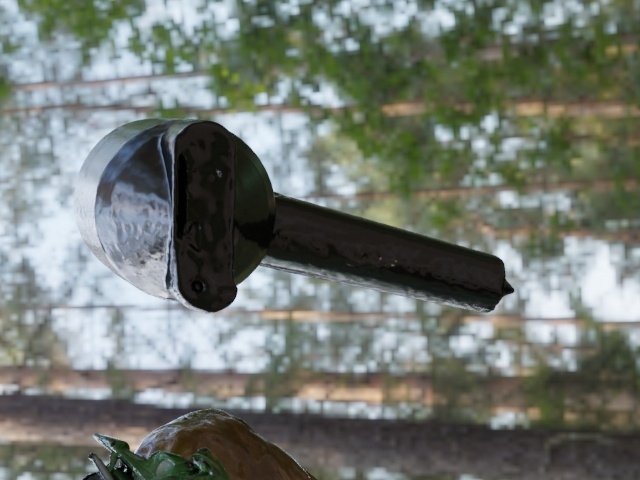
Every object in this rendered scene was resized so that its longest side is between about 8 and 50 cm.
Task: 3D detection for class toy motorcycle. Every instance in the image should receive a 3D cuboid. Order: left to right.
[{"bbox_3d":[-0.164,0.261,1.720,0.074,0.190,0.106,56,-134,-66],"label":"toy motorcycle"}]

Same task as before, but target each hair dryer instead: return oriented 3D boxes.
[{"bbox_3d":[0.000,0.000,1.053,0.244,0.302,0.116,-158,80,-75],"label":"hair dryer"}]

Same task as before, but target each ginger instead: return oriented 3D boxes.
[{"bbox_3d":[-0.117,0.331,1.985,0.269,0.200,0.223,44,-141,-7],"label":"ginger"}]
